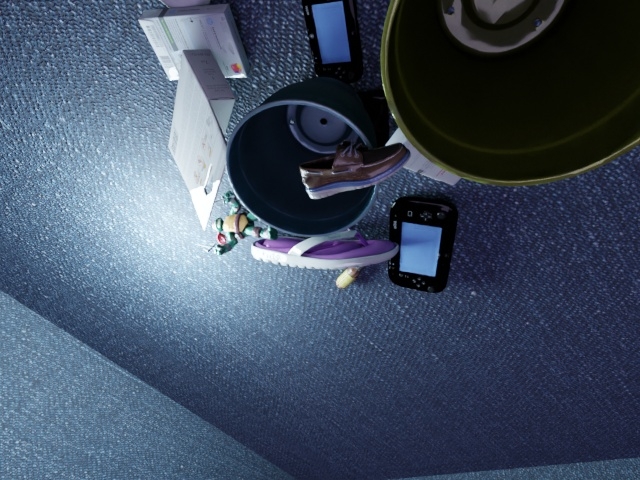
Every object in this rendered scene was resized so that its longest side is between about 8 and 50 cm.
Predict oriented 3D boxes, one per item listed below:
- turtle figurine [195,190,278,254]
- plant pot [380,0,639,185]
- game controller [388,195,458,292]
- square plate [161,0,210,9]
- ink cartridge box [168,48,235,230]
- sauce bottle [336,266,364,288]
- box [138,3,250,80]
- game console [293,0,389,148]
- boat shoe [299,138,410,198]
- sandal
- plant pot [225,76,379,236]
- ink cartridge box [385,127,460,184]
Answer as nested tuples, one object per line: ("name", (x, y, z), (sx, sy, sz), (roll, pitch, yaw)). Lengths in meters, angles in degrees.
("turtle figurine", (-0.232, -0.050, 1.173), (0.234, 0.118, 0.175), (-4, 89, 16))
("plant pot", (0.286, -0.331, 0.615), (0.367, 0.353, 0.366), (7, 133, 8))
("game controller", (0.266, 0.018, 1.129), (0.167, 0.067, 0.319), (4, 131, 11))
("square plate", (-0.307, -0.616, 0.724), (0.344, 0.049, 0.347), (33, 131, -14))
("ink cartridge box", (-0.248, -0.206, 0.923), (0.261, 0.066, 0.296), (63, 146, 17))
("sauce bottle", (0.095, 0.099, 1.263), (0.042, 0.042, 0.128), (31, 133, -13))
("box", (-0.257, -0.408, 0.880), (0.186, 0.038, 0.145), (3, 148, 14))
("game console", (0.026, -0.346, 0.882), (0.213, 0.044, 0.361), (-1, 130, 15))
("boat shoe", (0.047, -0.119, 0.661), (0.183, 0.066, 0.066), (-17, 122, 25))
("sandal", (-0.004, 0.005, 1.129), (0.416, 0.169, 0.102), (0, 109, 19))
("plant pot", (-0.010, -0.191, 0.827), (0.272, 0.255, 0.271), (7, 131, 8))
("ink cartridge box", (0.247, -0.199, 0.925), (0.180, 0.060, 0.104), (16, 135, -23))
